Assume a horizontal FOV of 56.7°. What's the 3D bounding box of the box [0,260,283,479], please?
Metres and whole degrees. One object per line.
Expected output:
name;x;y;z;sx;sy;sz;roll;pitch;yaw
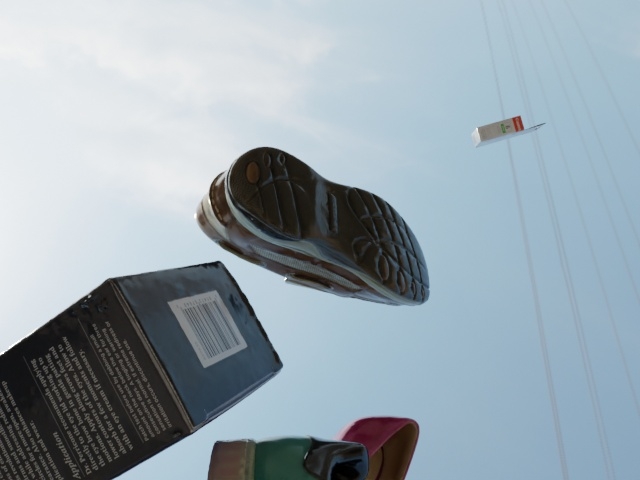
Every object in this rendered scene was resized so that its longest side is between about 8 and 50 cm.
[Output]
box;-0.158;0.115;0.440;0.207;0.153;0.108;-33;-97;17

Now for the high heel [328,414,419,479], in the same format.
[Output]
high heel;0.010;0.241;0.442;0.082;0.117;0.244;45;-141;-11

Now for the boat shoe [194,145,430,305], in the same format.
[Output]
boat shoe;0.000;0.000;0.694;0.120;0.324;0.122;-25;-130;38

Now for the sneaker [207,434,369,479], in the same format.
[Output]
sneaker;0.000;0.226;0.318;0.121;0.108;0.302;-8;-146;-3

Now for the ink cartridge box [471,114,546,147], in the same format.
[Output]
ink cartridge box;0.329;-0.196;1.045;0.115;0.063;0.029;-16;-92;5
